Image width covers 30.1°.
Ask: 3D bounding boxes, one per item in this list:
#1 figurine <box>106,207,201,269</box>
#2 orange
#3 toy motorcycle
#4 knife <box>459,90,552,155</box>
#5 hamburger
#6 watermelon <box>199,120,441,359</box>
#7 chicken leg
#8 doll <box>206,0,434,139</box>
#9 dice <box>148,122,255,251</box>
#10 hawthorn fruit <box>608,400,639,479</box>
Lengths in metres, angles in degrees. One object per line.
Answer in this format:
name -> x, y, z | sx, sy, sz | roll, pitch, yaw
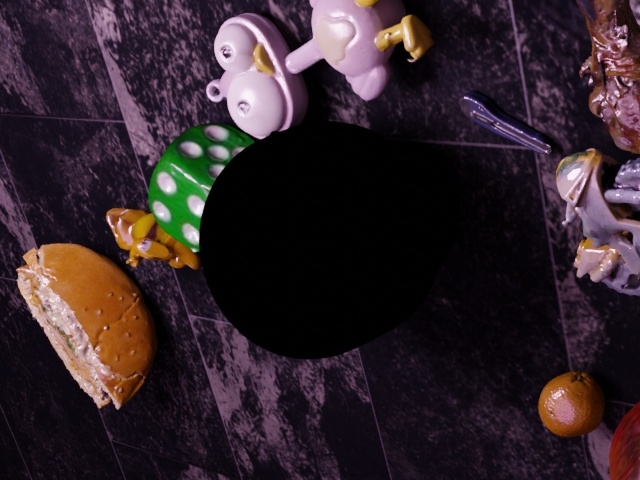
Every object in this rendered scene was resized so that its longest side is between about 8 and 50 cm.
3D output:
figurine -> -0.242, 0.000, 1.765 | 0.176, 0.121, 0.122 | 13, 156, 51
orange -> 0.300, 0.196, 1.424 | 0.085, 0.085, 0.085 | 23, 132, 28
toy motorcycle -> 0.304, -0.023, 1.241 | 0.130, 0.094, 0.229 | 20, 151, 16
knife -> 0.206, -0.129, 1.316 | 0.121, 0.018, 0.031 | 31, 137, 19
hamburger -> -0.354, 0.116, 1.890 | 0.283, 0.157, 0.144 | 61, 157, -10
watermelon -> 0.000, 0.000, 1.396 | 0.285, 0.285, 0.285 | 23, 132, 28
chicken leg -> 0.295, -0.173, 1.143 | 0.196, 0.080, 0.125 | 55, 151, -10
doll -> -0.017, -0.219, 1.390 | 0.365, 0.094, 0.160 | -17, 104, 46
dice -> -0.144, -0.069, 1.582 | 0.120, 0.131, 0.128 | 35, 135, 17
hawthorn fruit -> 0.473, 0.282, 1.214 | 0.369, 0.284, 0.285 | 35, 142, -17
